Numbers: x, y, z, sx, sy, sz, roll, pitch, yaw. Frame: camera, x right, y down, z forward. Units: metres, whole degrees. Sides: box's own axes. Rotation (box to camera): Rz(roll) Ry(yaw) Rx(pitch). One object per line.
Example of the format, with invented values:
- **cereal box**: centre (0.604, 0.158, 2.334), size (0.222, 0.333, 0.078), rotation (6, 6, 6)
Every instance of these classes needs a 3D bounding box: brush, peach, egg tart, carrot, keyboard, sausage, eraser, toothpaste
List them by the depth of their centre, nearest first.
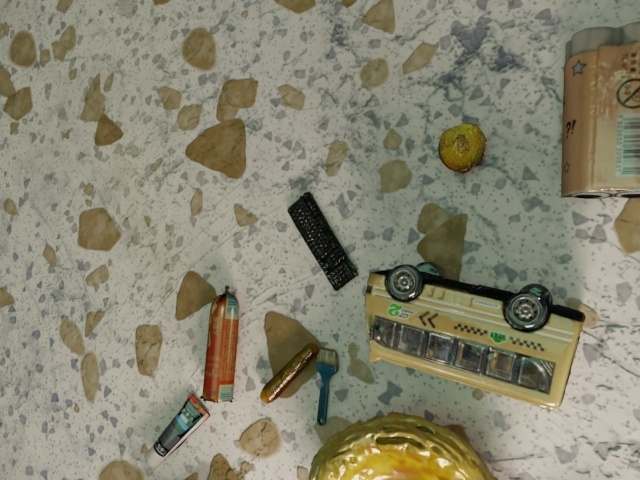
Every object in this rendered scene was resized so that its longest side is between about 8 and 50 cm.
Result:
- **eraser**: centre (0.512, -0.221, 0.967), size (0.171, 0.087, 0.290), rotation (1, 85, 24)
- **egg tart**: centre (0.153, 0.498, 1.014), size (0.388, 0.169, 0.387), rotation (-2, 84, 23)
- **peach**: centre (0.277, -0.179, 1.094), size (0.098, 0.061, 0.098), rotation (0, 94, 6)
- **brush**: centre (0.009, 0.313, 1.194), size (0.051, 0.014, 0.164), rotation (5, 86, 29)
- **carrot**: centre (-0.069, 0.289, 1.220), size (0.170, 0.042, 0.042), rotation (-48, 66, 14)
- **keyboard**: centre (0.000, 0.000, 1.233), size (0.072, 0.023, 0.231), rotation (-39, 68, 20)
- **sausage**: centre (-0.225, 0.236, 1.291), size (0.083, 0.083, 0.263), rotation (0, 82, 27)
- **toothpaste**: centre (-0.344, 0.463, 1.341), size (0.071, 0.045, 0.193), rotation (42, 96, 16)

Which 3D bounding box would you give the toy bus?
- **toy bus**: centre (0.260, 0.157, 0.997), size (0.366, 0.177, 0.201), rotation (12, 95, 26)
